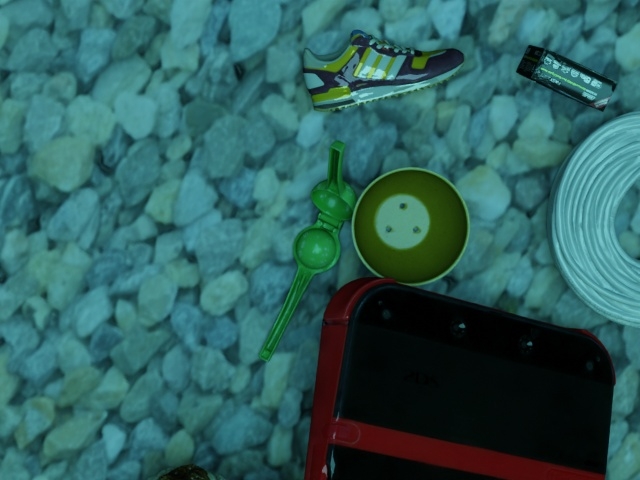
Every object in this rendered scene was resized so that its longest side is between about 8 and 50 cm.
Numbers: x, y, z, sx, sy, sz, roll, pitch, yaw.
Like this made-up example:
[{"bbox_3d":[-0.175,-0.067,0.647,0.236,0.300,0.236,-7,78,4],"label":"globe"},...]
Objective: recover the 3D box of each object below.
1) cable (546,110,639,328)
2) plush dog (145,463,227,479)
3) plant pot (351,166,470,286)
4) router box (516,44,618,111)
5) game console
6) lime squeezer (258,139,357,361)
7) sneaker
[{"bbox_3d":[0.390,-0.025,1.903,0.257,0.089,0.257,-12,94,-2],"label":"cable"},{"bbox_3d":[-0.106,0.330,1.857,0.225,0.211,0.262,22,136,-3],"label":"plush dog"},{"bbox_3d":[0.099,-0.018,1.880,0.134,0.095,0.134,0,94,-3],"label":"plant pot"},{"bbox_3d":[0.278,-0.185,1.865,0.092,0.122,0.038,25,97,-5],"label":"router box"},{"bbox_3d":[0.159,0.235,1.821,0.386,0.060,0.342,15,76,-27],"label":"game console"},{"bbox_3d":[0.000,0.000,1.876,0.058,0.110,0.310,18,124,-4],"label":"lime squeezer"},{"bbox_3d":[0.072,-0.206,1.877,0.185,0.069,0.084,-16,100,-3],"label":"sneaker"}]
